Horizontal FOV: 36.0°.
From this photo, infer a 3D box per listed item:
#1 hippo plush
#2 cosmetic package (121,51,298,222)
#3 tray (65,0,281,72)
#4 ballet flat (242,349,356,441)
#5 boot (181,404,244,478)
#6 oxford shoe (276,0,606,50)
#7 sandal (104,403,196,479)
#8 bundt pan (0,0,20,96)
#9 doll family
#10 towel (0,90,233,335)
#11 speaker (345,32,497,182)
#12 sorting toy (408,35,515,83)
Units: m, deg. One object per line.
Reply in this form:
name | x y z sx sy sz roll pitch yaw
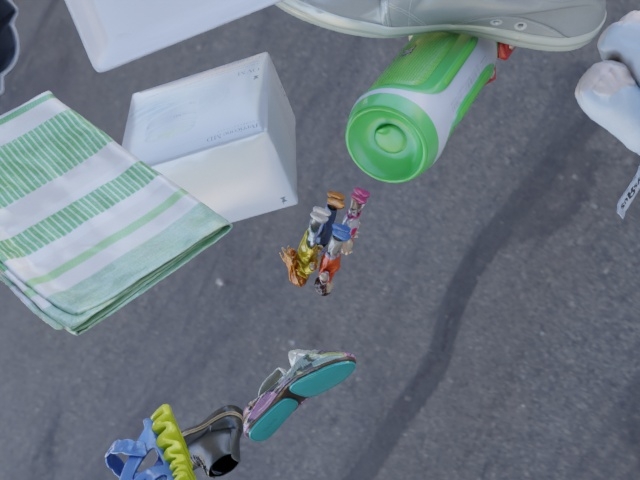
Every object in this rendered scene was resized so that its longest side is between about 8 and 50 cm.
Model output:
hippo plush | 0.464 -0.172 1.190 0.236 0.234 0.294 176 112 -73
cosmetic package | -0.159 -0.137 1.430 0.224 0.138 0.224 -16 39 9
tray | -0.144 -0.296 1.063 0.270 0.145 0.030 -23 10 -6
ballet flat | -0.042 0.216 1.486 0.221 0.077 0.079 -42 46 21
boot | -0.220 0.402 1.798 0.198 0.077 0.137 -45 23 19
oxford shoe | 0.149 -0.338 1.238 0.130 0.449 0.169 99 176 -57
sandal | -0.274 0.412 1.630 0.138 0.126 0.317 -21 31 -9
bundt pan | -0.553 -0.266 1.219 0.124 0.331 0.330 -25 55 48
doll family | 0.000 0.000 1.842 0.263 0.118 0.163 -59 -11 -60
towel | -0.304 -0.045 1.148 0.325 0.248 0.038 35 141 23
speaker | 0.138 -0.196 1.286 0.131 0.131 0.296 -21 22 39
sorting toy | 0.247 -0.355 1.569 0.089 0.257 0.255 23 63 26
